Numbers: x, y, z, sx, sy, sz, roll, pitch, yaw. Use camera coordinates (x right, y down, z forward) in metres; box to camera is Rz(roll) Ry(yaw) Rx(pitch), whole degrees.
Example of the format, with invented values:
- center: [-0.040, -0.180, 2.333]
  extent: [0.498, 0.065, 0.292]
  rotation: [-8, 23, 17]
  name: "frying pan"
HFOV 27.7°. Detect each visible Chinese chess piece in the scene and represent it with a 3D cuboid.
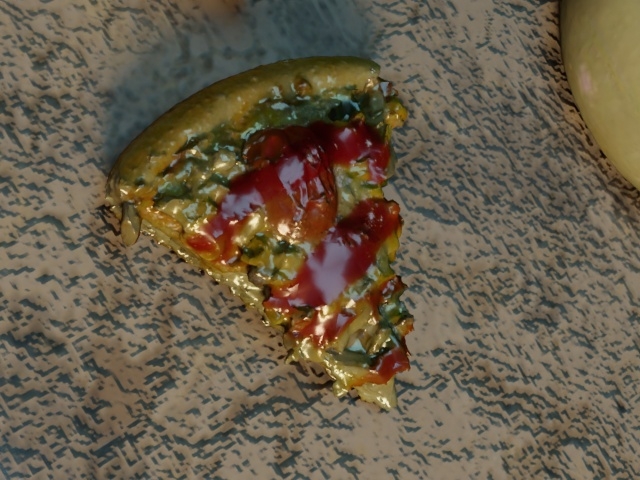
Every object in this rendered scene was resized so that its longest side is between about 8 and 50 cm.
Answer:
- center: [0.273, -0.131, 0.861]
  extent: [0.251, 0.097, 0.251]
  rotation: [9, 71, -29]
  name: "Chinese chess piece"

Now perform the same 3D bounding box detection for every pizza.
- center: [0.000, 0.000, 0.680]
  extent: [0.188, 0.062, 0.199]
  rotation: [-32, 94, -32]
  name: "pizza"
